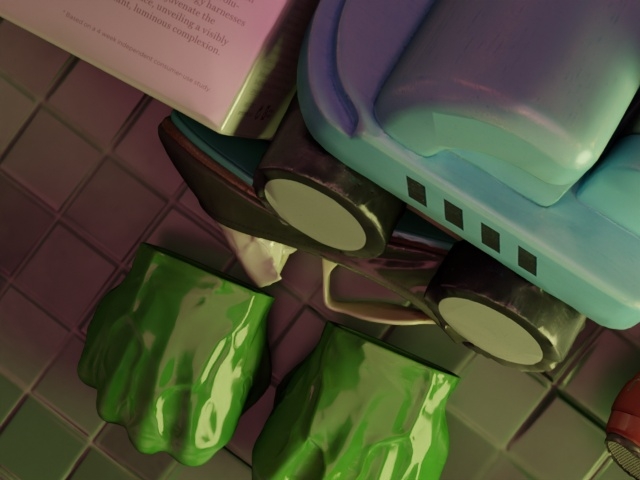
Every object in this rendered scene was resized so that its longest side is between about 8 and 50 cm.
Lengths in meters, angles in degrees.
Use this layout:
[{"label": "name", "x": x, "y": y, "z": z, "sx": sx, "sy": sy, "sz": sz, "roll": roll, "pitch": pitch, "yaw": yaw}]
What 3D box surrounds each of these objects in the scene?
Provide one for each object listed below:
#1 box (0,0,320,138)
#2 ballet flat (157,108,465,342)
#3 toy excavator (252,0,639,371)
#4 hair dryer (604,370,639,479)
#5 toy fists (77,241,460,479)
[{"label": "box", "x": -0.064, "y": -0.270, "z": 1.343, "sx": 0.215, "sy": 0.168, "sz": 0.345, "roll": 29, "pitch": 96, "yaw": 8}, {"label": "ballet flat", "x": 0.000, "y": 0.000, "z": 1.417, "sx": 0.280, "sy": 0.095, "sz": 0.096, "roll": 24, "pitch": 110, "yaw": 2}, {"label": "toy excavator", "x": 0.203, "y": -0.074, "z": 1.191, "sx": 0.433, "sy": 0.445, "sz": 0.222, "roll": 32, "pitch": 69, "yaw": 0}, {"label": "hair dryer", "x": 0.299, "y": 0.160, "z": 1.415, "sx": 0.224, "sy": 0.080, "sz": 0.293, "roll": 8, "pitch": 94, "yaw": -31}, {"label": "toy fists", "x": -0.041, "y": 0.114, "z": 1.429, "sx": 0.279, "sy": 0.096, "sz": 0.142, "roll": 23, "pitch": 91, "yaw": 3}]
